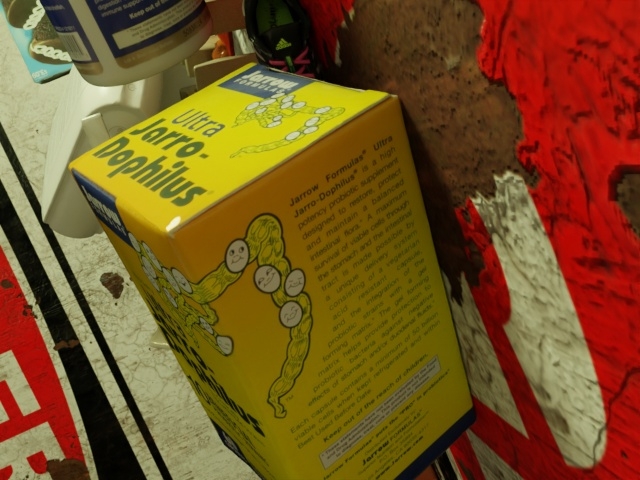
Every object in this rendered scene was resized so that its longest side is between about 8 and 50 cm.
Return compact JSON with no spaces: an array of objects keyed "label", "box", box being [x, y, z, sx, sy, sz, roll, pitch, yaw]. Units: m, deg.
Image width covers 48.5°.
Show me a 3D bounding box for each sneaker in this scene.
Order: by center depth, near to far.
[{"label":"sneaker","box":[-0.031,-0.168,0.656,0.075,0.063,0.170,93,157,-88]}]

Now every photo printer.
[{"label":"photo printer","box":[-0.314,-0.187,1.033,0.307,0.107,0.256,-49,39,42]}]

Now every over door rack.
[{"label":"over door rack","box":[-0.126,-0.100,0.866,0.324,0.240,0.108,118,130,-82]}]

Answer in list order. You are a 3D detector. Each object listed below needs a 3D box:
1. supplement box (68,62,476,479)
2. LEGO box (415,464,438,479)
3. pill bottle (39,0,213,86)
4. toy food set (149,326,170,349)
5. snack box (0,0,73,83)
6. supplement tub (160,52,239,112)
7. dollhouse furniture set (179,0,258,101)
[{"label":"supplement box","box":[-0.025,0.057,0.622,0.194,0.195,0.356,26,144,49]},{"label":"LEGO box","box":[0.122,0.535,1.329,0.500,0.193,0.372,166,80,-83]},{"label":"pill bottle","box":[-0.220,-0.298,0.687,0.153,0.153,0.264,56,169,55]},{"label":"toy food set","box":[-0.149,0.022,1.077,0.092,0.220,0.306,-17,-69,-80]},{"label":"snack box","box":[-0.336,-0.393,1.122,0.060,0.322,0.187,-140,27,-76]},{"label":"supplement tub","box":[-0.207,-0.228,1.244,0.316,0.194,0.193,-151,37,-77]},{"label":"dollhouse furniture set","box":[-0.134,-0.276,0.978,0.262,0.135,0.259,-121,21,-46]}]
